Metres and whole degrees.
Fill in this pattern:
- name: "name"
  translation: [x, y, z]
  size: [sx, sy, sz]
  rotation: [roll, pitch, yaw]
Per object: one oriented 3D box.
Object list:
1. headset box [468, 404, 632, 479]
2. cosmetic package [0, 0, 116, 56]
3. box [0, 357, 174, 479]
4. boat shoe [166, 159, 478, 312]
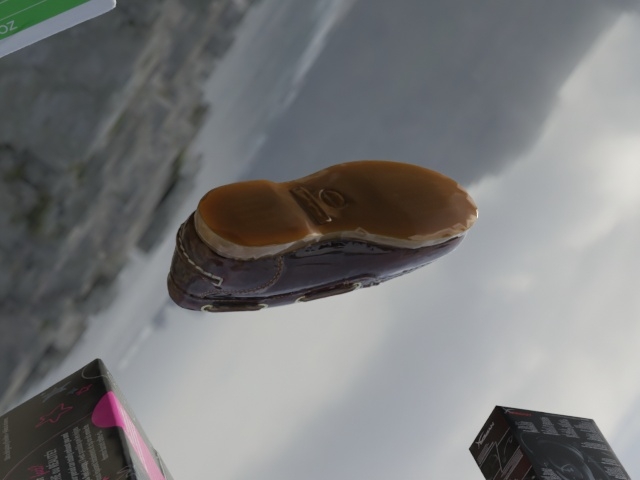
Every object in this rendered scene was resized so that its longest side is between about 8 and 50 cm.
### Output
- name: "headset box"
  translation: [0.117, 0.119, 0.885]
  size: [0.032, 0.062, 0.083]
  rotation: [-61, -144, 28]
- name: "cosmetic package"
  translation: [-0.306, -0.303, 1.310]
  size: [0.197, 0.365, 0.155]
  rotation: [-24, -136, 0]
- name: "box"
  translation: [-0.105, 0.176, 0.772]
  size: [0.142, 0.163, 0.247]
  rotation: [-30, -166, -4]
- name: "boat shoe"
  translation: [0.000, 0.000, 1.124]
  size: [0.207, 0.073, 0.073]
  rotation: [-5, 137, -34]
